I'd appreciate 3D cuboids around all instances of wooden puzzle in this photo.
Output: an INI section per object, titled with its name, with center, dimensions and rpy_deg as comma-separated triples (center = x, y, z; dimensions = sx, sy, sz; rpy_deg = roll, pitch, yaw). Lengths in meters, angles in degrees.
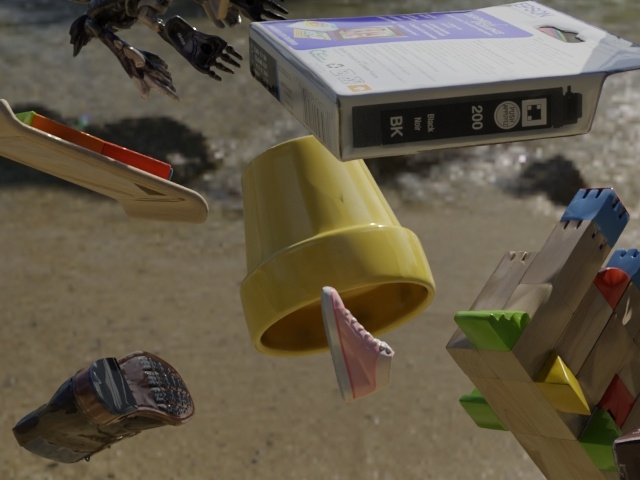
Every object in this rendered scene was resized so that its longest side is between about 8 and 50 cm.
[wooden puzzle]
center = -0.250, -0.085, 1.435
dimensions = 0.238, 0.044, 0.221
rpy_deg = 27, -11, -27

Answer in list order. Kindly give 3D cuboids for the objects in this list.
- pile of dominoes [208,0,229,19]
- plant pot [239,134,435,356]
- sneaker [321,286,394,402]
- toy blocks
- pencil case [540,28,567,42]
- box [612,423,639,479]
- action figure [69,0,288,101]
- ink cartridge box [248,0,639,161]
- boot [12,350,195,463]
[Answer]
[pile of dominoes]
center = -0.083, -0.329, 1.173
dimensions = 0.040, 0.251, 0.196
rpy_deg = -7, 49, -22
[plant pot]
center = 0.000, 0.000, 1.867
dimensions = 0.254, 0.254, 0.239
rpy_deg = -10, 69, -20
[sneaker]
center = 0.044, 0.113, 1.600
dimensions = 0.070, 0.134, 0.051
rpy_deg = -14, -2, -4
[toy blocks]
center = 0.309, 0.120, 1.578
dimensions = 0.190, 0.381, 0.261
rpy_deg = -1, 45, 50
[pencil case]
center = 0.179, -0.165, 1.364
dimensions = 0.124, 0.124, 0.284
rpy_deg = 5, 13, 10
[box]
center = 0.347, 0.196, 1.051
dimensions = 0.167, 0.168, 0.203
rpy_deg = -16, -3, 32
[action figure]
center = -0.159, -0.228, 1.459
dimensions = 0.275, 0.141, 0.164
rpy_deg = 24, 75, 50
[ink cartridge box]
center = 0.079, -0.104, 0.863
dimensions = 0.208, 0.045, 0.206
rpy_deg = -8, 21, -14
[boot]
center = -0.209, 0.165, 1.376
dimensions = 0.106, 0.082, 0.219
rpy_deg = -29, -18, 15
